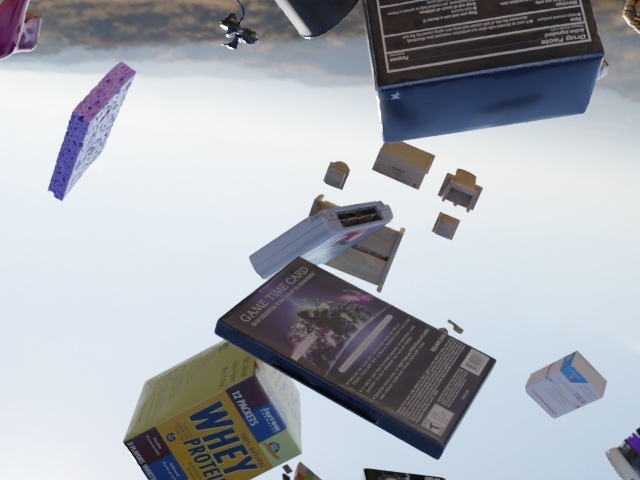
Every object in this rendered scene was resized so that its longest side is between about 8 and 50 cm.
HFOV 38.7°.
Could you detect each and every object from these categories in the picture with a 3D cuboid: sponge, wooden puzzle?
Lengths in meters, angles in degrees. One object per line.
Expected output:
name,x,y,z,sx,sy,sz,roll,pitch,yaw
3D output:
sponge,-0.328,-0.151,1.293,0.031,0.117,0.210,34,142,-5
wooden puzzle,-0.008,0.256,0.935,0.083,0.006,0.049,42,-162,-7

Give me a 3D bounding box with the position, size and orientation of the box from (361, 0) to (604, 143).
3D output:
box,0.206,-0.316,1.270,0.296,0.294,0.183,-8,159,5

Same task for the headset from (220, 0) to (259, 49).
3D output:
headset,-0.223,-0.553,1.708,0.243,0.394,0.185,-26,168,17

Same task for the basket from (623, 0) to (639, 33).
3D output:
basket,0.689,-0.439,1.545,0.223,0.299,0.213,25,179,32

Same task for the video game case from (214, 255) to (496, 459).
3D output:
video game case,0.045,0.120,1.024,0.274,0.026,0.196,26,-150,16

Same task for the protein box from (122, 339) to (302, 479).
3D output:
protein box,-0.146,0.249,1.300,0.201,0.136,0.200,-28,-165,6

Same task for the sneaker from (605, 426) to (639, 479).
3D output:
sneaker,0.574,0.376,1.338,0.293,0.146,0.102,44,-169,0

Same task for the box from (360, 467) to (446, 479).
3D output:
box,0.174,0.542,1.841,0.180,0.078,0.147,9,-160,-7

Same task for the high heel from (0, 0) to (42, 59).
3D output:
high heel,-0.358,-0.320,1.008,0.082,0.244,0.117,21,-158,13

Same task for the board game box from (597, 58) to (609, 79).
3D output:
board game box,0.332,-0.302,1.425,0.146,0.194,0.045,-31,164,5

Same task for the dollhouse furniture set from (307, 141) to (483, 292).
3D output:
dollhouse furniture set,0.131,-0.019,1.911,0.303,0.356,0.174,23,-161,4

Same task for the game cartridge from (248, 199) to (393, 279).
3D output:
game cartridge,0.000,0.000,1.685,0.196,0.060,0.294,-28,173,27

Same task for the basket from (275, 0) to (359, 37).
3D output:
basket,-0.043,-0.463,1.410,0.227,0.204,0.154,34,171,-39

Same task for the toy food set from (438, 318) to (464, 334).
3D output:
toy food set,0.199,0.194,1.601,0.019,0.122,0.078,32,-177,-25

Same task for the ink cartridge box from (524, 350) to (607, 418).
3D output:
ink cartridge box,0.461,0.273,1.722,0.088,0.122,0.052,45,-138,-7
